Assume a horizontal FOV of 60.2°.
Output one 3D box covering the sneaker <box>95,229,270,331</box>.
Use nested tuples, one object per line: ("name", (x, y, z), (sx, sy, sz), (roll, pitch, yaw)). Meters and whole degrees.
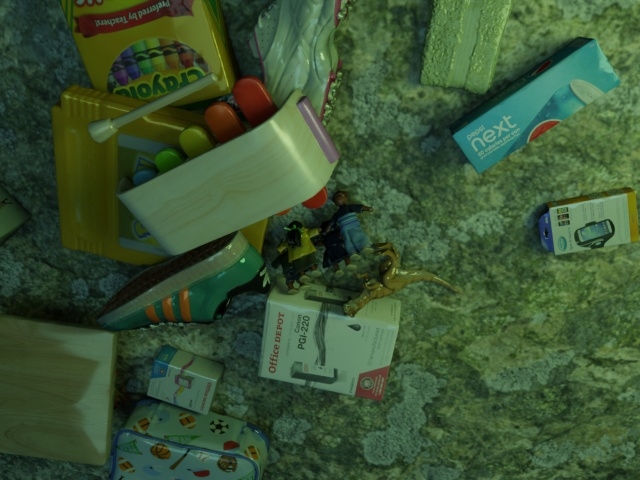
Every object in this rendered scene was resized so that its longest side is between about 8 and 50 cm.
("sneaker", (-0.216, 0.093, 0.867), (0.302, 0.108, 0.121), (-25, 116, 22))

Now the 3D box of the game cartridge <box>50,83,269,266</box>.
("game cartridge", (-0.237, -0.067, 0.843), (0.324, 0.052, 0.285), (12, 127, -5))

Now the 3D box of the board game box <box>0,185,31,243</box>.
("board game box", (-0.693, -0.021, 0.955), (0.303, 0.097, 0.224), (-35, 105, 21))

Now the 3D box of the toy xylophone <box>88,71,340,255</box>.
("toy xylophone", (-0.145, -0.101, 0.728), (0.323, 0.081, 0.236), (-14, 124, 17))

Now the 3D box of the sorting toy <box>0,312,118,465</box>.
("sorting toy", (-0.500, 0.261, 1.023), (0.257, 0.089, 0.255), (7, 99, 1))

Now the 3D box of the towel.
("towel", (0.196, -0.279, 0.753), (0.110, 0.027, 0.148), (11, 114, 5))

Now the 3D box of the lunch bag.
("lunch bag", (-0.264, 0.445, 1.082), (0.304, 0.115, 0.243), (15, 116, 1))

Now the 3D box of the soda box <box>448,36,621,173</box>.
("soda box", (0.286, -0.184, 0.758), (0.210, 0.067, 0.071), (-34, 104, 20))

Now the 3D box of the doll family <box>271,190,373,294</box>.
("doll family", (0.000, 0.000, 0.869), (0.193, 0.111, 0.076), (-22, 153, 10))

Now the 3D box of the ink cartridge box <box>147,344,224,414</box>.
("ink cartridge box", (-0.251, 0.261, 1.033), (0.123, 0.052, 0.088), (18, 114, -1))

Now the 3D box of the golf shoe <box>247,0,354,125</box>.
("golf shoe", (-0.028, -0.298, 0.735), (0.140, 0.115, 0.306), (14, 113, 6))

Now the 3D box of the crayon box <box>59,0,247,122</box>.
("crayon box", (-0.238, -0.297, 0.780), (0.202, 0.081, 0.318), (-11, 111, 12))

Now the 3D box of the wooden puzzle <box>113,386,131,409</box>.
("wooden puzzle", (-0.419, 0.314, 1.105), (0.083, 0.006, 0.049), (-36, 104, 20))

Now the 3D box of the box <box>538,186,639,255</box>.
("box", (0.400, -0.027, 0.831), (0.136, 0.028, 0.081), (-10, 111, 15))

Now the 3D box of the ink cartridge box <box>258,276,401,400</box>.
("ink cartridge box", (0.013, 0.164, 0.933), (0.218, 0.092, 0.158), (11, 114, 5))

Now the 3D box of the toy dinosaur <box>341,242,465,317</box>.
("toy dinosaur", (0.119, 0.061, 0.889), (0.212, 0.064, 0.112), (-16, 104, -17))
